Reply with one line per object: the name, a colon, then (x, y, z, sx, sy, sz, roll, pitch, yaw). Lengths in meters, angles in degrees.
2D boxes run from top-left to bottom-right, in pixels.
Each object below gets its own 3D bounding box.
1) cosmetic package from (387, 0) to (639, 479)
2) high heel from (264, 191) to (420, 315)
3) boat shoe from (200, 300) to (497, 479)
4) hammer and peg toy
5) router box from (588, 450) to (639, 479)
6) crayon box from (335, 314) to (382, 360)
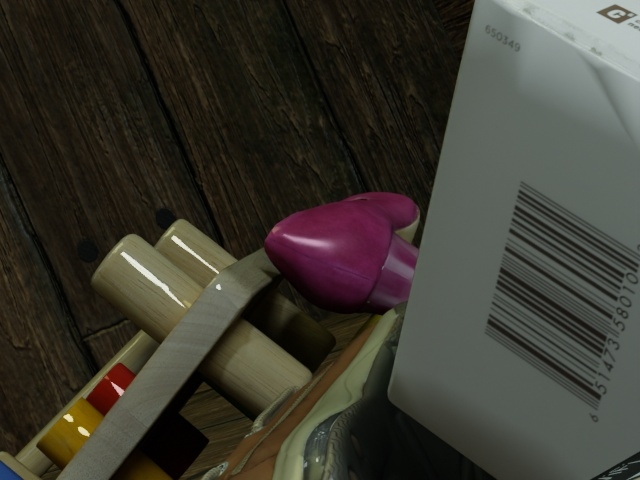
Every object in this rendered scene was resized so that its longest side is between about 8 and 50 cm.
cosmetic package: (0.212, -0.036, 0.815, 0.365, 0.155, 0.197, -24, -43, -39)
high heel: (0.000, 0.000, 1.198, 0.082, 0.117, 0.244, -64, 16, 9)
boat shoe: (0.009, 0.113, 0.948, 0.120, 0.123, 0.324, -26, -1, 18)
hammer and peg toy: (-0.108, 0.117, 1.176, 0.266, 0.127, 0.361, -52, -1, 4)
router box: (0.087, 0.108, 0.431, 0.308, 0.081, 0.243, -24, 1, -30)
crayon box: (0.221, -0.017, 1.264, 0.313, 0.106, 0.363, -24, 13, 37)
